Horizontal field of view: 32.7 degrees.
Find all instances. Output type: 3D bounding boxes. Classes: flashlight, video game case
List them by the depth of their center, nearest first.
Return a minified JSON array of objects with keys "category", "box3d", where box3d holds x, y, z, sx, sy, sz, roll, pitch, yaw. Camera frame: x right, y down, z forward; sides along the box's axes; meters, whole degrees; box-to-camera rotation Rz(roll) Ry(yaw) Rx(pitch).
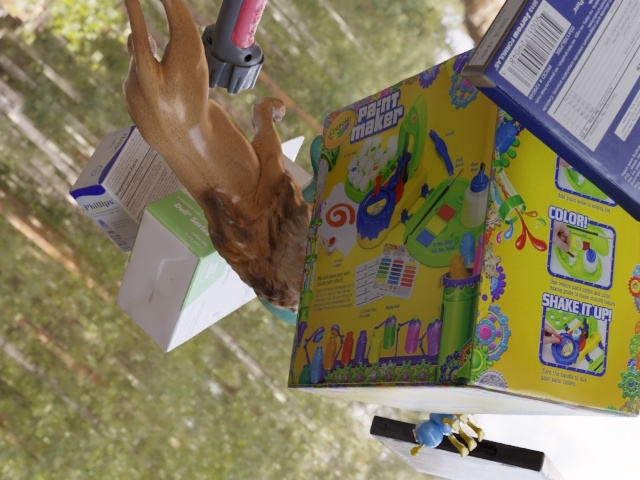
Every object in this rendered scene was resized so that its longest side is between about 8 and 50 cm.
[{"category":"flashlight","box3d":[-0.087,-0.337,1.530,0.103,0.103,0.304,-17,148,-33]},{"category":"video game case","box3d":[0.228,0.328,1.613,0.248,0.275,0.035,9,-108,24]}]

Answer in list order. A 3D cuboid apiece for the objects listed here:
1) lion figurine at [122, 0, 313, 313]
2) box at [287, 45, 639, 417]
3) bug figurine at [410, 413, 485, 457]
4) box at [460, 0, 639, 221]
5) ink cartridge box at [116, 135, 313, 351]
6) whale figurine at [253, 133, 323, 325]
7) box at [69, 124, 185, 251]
[{"category":"lion figurine","box3d":[-0.112,-0.100,1.106,0.142,0.392,0.240,-29,-139,22]},{"category":"box","box3d":[0.127,0.007,0.969,0.290,0.177,0.279,-13,-114,61]},{"category":"bug figurine","box3d":[0.167,0.131,1.286,0.216,0.279,0.072,-38,-131,-17]},{"category":"box","box3d":[0.215,-0.106,0.756,0.136,0.225,0.036,-58,-157,-6]},{"category":"ink cartridge box","box3d":[-0.122,-0.005,1.633,0.353,0.119,0.207,-32,155,-45]},{"category":"whale figurine","box3d":[0.000,0.000,1.412,0.141,0.216,0.272,-65,176,-53]},{"category":"box","box3d":[-0.280,-0.075,1.606,0.072,0.137,0.126,-10,-137,35]}]
